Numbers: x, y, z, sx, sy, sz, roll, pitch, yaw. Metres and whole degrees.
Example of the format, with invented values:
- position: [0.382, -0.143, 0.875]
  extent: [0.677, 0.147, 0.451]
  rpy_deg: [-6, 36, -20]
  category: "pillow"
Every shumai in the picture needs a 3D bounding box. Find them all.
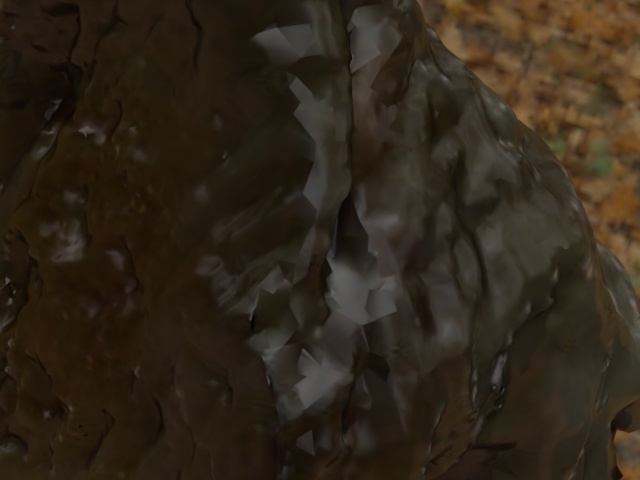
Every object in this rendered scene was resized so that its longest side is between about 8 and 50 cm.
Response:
- position: [-0.003, 0.001, 0.470]
  extent: [0.184, 0.218, 0.185]
  rpy_deg: [9, 18, 41]
  category: "shumai"
